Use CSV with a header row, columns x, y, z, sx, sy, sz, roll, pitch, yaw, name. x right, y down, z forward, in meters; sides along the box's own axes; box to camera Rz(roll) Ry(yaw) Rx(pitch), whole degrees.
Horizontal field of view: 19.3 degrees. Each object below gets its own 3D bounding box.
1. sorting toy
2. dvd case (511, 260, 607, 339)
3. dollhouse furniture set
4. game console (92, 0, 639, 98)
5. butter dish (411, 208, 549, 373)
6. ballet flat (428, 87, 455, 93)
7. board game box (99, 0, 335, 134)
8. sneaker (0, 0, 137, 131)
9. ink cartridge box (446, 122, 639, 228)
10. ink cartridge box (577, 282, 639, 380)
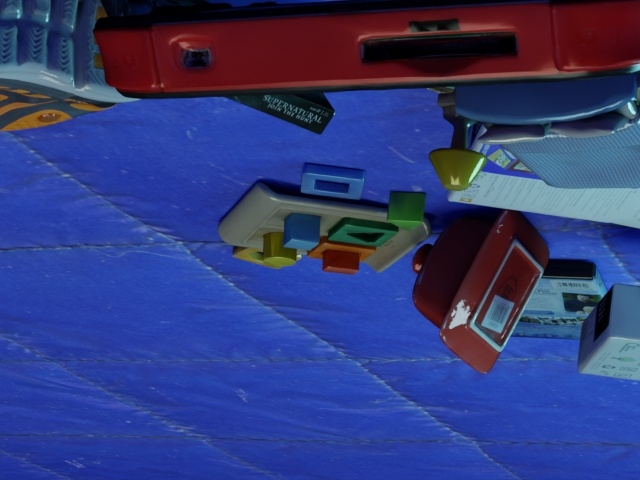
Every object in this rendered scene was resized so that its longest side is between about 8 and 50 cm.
x,y,z,sx,sy,sz,roll,pitch,yaw,name
0.000,0.000,2.028,0.196,0.047,0.348,12,162,-15,sorting toy
0.248,0.070,2.196,0.180,0.022,0.253,2,162,17,dvd case
0.262,-0.012,1.444,0.303,0.198,0.286,-2,163,23,dollhouse furniture set
0.070,-0.153,1.303,0.387,0.060,0.342,0,-167,19,game console
0.150,0.038,1.982,0.118,0.160,0.160,24,172,29,butter dish
0.160,-0.147,1.492,0.206,0.073,0.067,4,-178,22,ballet flat
-0.086,-0.154,1.490,0.186,0.126,0.026,19,116,-34,board game box
-0.298,-0.154,1.538,0.321,0.124,0.180,17,159,-28,sneaker
0.234,-0.070,1.728,0.208,0.045,0.206,9,162,-3,ink cartridge box
0.437,0.112,1.892,0.333,0.065,0.165,9,163,-1,ink cartridge box
